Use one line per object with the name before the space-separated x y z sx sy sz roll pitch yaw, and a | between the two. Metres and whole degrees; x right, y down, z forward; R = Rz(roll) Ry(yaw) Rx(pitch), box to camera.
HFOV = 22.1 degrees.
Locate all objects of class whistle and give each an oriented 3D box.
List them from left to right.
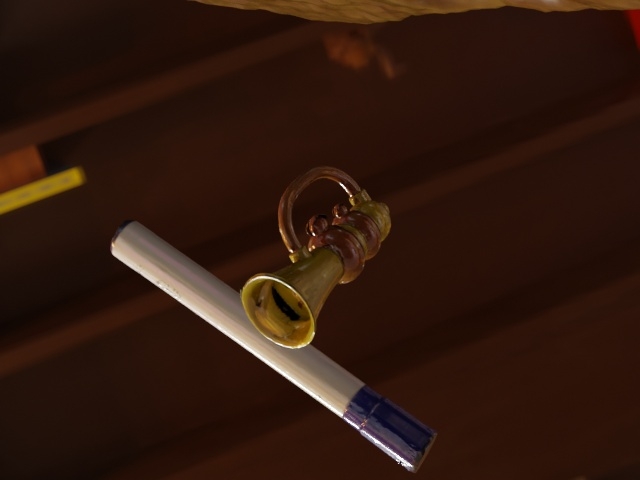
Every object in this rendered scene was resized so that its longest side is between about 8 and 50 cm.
whistle | -0.003 0.004 0.885 0.109 0.057 0.046 -52 170 -42

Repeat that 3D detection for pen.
pen | -0.036 0.069 1.127 0.269 0.033 0.033 34 -143 15

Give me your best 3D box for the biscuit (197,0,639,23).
biscuit | 0.002 -0.072 0.296 0.320 0.047 0.183 11 -177 30
